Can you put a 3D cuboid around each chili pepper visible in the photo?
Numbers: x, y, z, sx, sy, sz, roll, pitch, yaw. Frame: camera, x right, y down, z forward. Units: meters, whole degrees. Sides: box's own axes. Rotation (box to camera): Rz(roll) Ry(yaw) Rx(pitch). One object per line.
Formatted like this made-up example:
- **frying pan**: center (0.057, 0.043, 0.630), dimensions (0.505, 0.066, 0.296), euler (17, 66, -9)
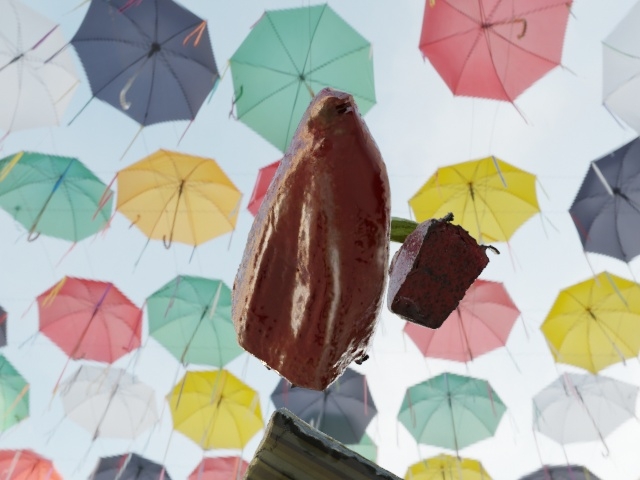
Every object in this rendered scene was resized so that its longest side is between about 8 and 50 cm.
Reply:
- **chili pepper**: center (0.108, -0.008, 0.937), dimensions (0.208, 0.043, 0.049), euler (19, -46, -9)
- **chili pepper**: center (0.000, 0.000, 0.585), dimensions (0.136, 0.144, 0.253), euler (10, -56, -6)

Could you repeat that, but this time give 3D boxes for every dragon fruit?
- **dragon fruit**: center (0.145, 0.040, 0.898), dimensions (0.102, 0.096, 0.147), euler (35, -88, -6)

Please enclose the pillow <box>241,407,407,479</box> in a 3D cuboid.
- **pillow**: center (-0.009, 0.332, 0.784), dimensions (0.208, 0.052, 0.212), euler (26, -95, 14)
